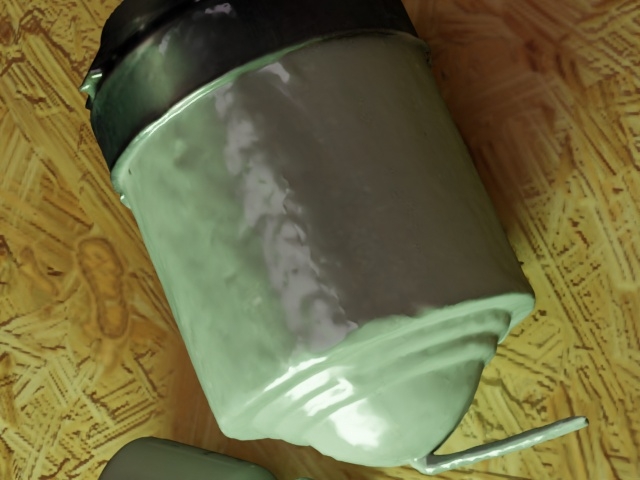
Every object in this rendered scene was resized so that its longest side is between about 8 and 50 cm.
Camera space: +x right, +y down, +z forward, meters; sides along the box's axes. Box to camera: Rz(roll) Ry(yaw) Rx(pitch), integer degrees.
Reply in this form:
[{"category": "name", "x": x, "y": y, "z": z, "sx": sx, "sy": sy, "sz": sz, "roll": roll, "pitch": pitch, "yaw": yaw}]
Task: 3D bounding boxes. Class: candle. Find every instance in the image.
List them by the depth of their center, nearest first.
[{"category": "candle", "x": 0.000, "y": 0.000, "z": 1.110, "sx": 0.221, "sy": 0.221, "sz": 0.342, "roll": -29, "pitch": 72, "yaw": 23}]

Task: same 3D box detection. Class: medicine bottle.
[{"category": "medicine bottle", "x": -0.062, "y": 0.195, "z": 1.185, "sx": 0.168, "sy": 0.105, "sz": 0.105, "roll": 11, "pitch": 89, "yaw": 30}]
